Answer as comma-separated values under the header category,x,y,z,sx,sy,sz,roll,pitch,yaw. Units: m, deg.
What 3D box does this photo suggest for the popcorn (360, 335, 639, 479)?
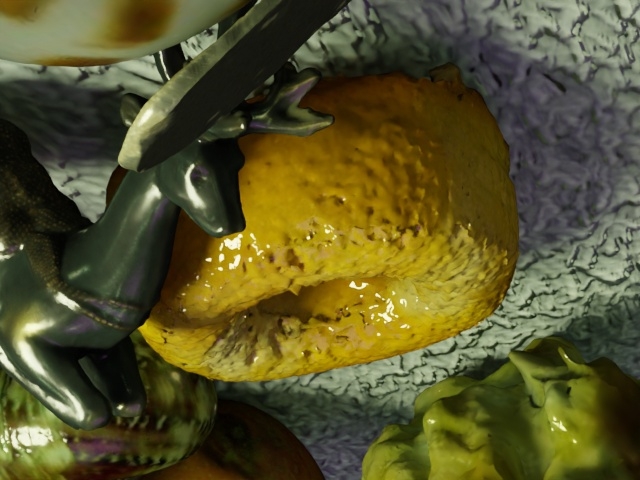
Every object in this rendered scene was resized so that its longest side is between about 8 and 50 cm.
category,x,y,z,sx,sy,sz,roll,pitch,yaw
popcorn,0.161,0.216,0.825,0.312,0.312,0.312,-6,145,-5

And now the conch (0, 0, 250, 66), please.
category,x,y,z,sx,sy,sz,roll,pitch,yaw
conch,-0.082,-0.148,0.367,0.275,0.182,0.149,-17,175,25

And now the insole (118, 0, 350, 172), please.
category,x,y,z,sx,sy,sz,roll,pitch,yaw
insole,0.010,-0.102,0.418,0.011,0.248,0.081,42,141,2

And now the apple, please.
category,x,y,z,sx,sy,sz,roll,pitch,yaw
apple,-0.106,0.233,0.880,0.237,0.207,0.237,-22,154,-12

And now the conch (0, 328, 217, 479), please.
category,x,y,z,sx,sy,sz,roll,pitch,yaw
conch,-0.148,0.115,0.720,0.181,0.124,0.187,-36,167,-7

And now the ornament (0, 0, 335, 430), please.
category,x,y,z,sx,sy,sz,roll,pitch,yaw
ornament,-0.101,-0.061,0.512,0.236,0.202,0.080,-54,159,24

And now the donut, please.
category,x,y,z,sx,sy,sz,roll,pitch,yaw
donut,0.000,-0.001,0.636,0.254,0.118,0.253,-12,160,-4
